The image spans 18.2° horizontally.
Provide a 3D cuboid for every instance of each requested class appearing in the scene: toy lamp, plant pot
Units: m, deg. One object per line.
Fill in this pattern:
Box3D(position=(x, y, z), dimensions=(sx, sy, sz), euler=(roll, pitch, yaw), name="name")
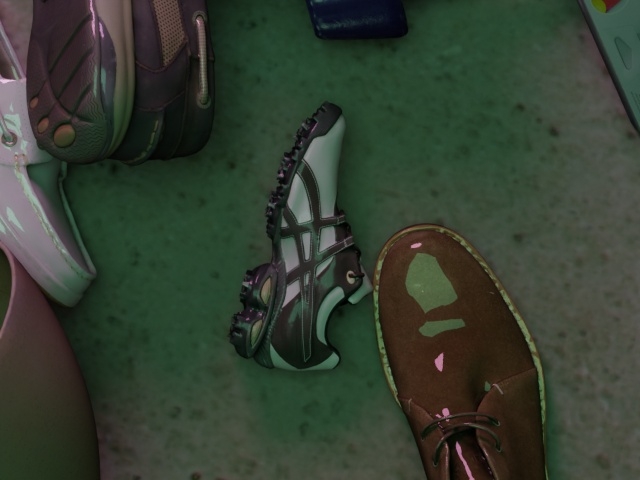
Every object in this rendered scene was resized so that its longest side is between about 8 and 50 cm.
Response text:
Box3D(position=(0.123, -0.204, 1.445), dimensions=(0.274, 0.080, 0.080), euler=(-14, 86, 2), name="toy lamp")
Box3D(position=(-0.262, 0.162, 1.381), dimensions=(0.284, 0.284, 0.191), euler=(-39, 120, 1), name="plant pot")

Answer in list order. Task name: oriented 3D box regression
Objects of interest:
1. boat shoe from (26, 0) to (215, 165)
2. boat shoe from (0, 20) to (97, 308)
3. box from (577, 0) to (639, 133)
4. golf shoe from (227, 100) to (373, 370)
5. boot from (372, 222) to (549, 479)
Box3D(position=(-0.136, -0.215, 1.448), dimensions=(0.130, 0.132, 0.355), euler=(12, 70, -34), name="boat shoe")
Box3D(position=(-0.222, -0.086, 1.453), dimensions=(0.096, 0.098, 0.277), euler=(-29, 84, 3), name="boat shoe")
Box3D(position=(0.283, -0.175, 1.414), dimensions=(0.186, 0.038, 0.145), euler=(-28, 117, 2), name="box")
Box3D(position=(0.000, 0.000, 1.448), dimensions=(0.094, 0.077, 0.198), euler=(16, 97, -1), name="golf shoe")
Box3D(position=(0.109, 0.131, 1.407), dimensions=(0.112, 0.115, 0.305), euler=(-16, 83, 7), name="boot")
